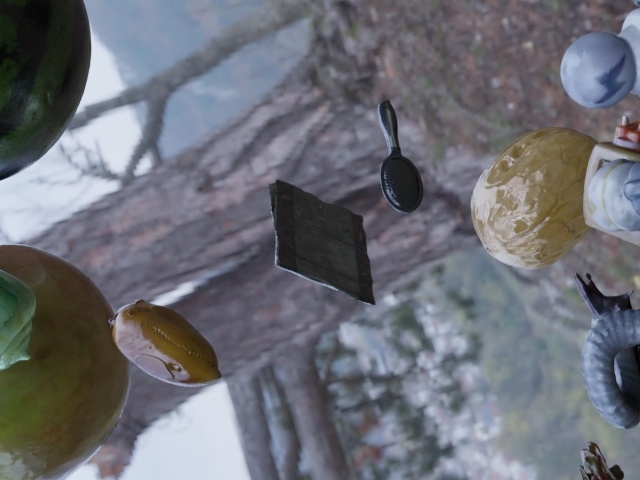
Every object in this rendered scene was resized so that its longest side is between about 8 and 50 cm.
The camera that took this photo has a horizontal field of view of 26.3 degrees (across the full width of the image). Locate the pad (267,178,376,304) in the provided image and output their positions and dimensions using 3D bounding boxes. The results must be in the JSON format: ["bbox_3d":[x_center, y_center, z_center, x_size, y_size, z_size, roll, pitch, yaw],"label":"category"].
[{"bbox_3d":[0.000,-0.001,2.102,0.022,0.174,0.233,-56,22,28],"label":"pad"}]

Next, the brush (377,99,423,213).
[{"bbox_3d":[0.042,-0.048,0.772,0.008,0.024,0.083,99,166,-51],"label":"brush"}]

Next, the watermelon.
[{"bbox_3d":[-0.380,-0.203,1.420,0.285,0.285,0.285,163,90,-85],"label":"watermelon"}]

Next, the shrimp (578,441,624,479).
[{"bbox_3d":[0.375,0.385,1.751,0.154,0.062,0.294,24,-141,-35],"label":"shrimp"}]

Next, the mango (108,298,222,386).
[{"bbox_3d":[-0.153,0.101,1.357,0.127,0.063,0.077,30,-166,21],"label":"mango"}]

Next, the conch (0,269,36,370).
[{"bbox_3d":[-0.434,0.071,1.509,0.137,0.250,0.143,-37,29,60],"label":"conch"}]

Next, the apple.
[{"bbox_3d":[-0.417,0.181,1.772,0.305,0.338,0.338,-56,-37,-46],"label":"apple"}]

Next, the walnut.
[{"bbox_3d":[0.286,-0.058,1.776,0.165,0.197,0.165,53,-178,-2],"label":"walnut"}]

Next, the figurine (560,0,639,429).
[{"bbox_3d":[0.281,-0.076,0.923,0.186,0.261,0.382,33,119,45],"label":"figurine"}]
